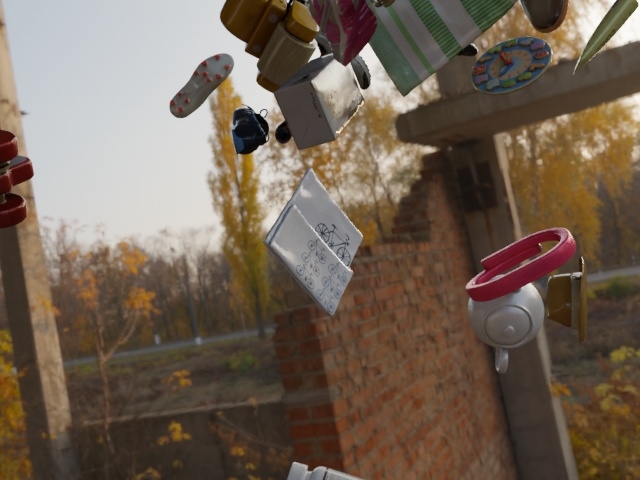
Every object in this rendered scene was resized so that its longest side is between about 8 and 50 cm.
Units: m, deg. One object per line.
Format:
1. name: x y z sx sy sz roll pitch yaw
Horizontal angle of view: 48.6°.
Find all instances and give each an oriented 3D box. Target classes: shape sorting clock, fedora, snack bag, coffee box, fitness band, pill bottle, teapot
1. shape sorting clock: 0.477 -0.443 1.783 0.206 0.206 0.040 -14 -43 31
2. fedora: 0.517 0.125 1.487 0.079 0.194 0.194 0 0 20
3. snack bag: 0.000 0.000 2.120 0.037 0.323 0.343 -15 35 41
4. coffee box: 0.004 -0.322 1.603 0.098 0.141 0.246 -12 24 27
5. fitness band: 0.496 0.062 1.774 0.290 0.054 0.209 -30 10 9
6. pill bottle: 0.030 0.576 1.578 0.221 0.121 0.121 15 -1 7
7. teapot: 0.574 0.245 2.190 0.252 0.256 0.187 -39 13 22

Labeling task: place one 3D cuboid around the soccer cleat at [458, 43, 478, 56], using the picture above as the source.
1. soccer cleat: 0.370 -0.546 2.019 0.178 0.072 0.060 12 -13 -24

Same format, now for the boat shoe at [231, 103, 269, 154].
1. boat shoe: -0.166 -0.265 1.750 0.089 0.109 0.258 -11 31 0

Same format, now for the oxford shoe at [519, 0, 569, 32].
1. oxford shoe: 0.426 -0.618 1.509 0.132 0.364 0.130 -15 -1 -39

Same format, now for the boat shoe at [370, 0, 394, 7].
1. boat shoe: 0.118 -0.470 1.318 0.056 0.048 0.153 -51 19 4

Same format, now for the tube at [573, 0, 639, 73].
1. tube: 0.776 -0.565 1.950 0.070 0.240 0.062 38 1 -36

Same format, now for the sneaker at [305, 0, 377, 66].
1. sneaker: 0.034 -0.442 1.359 0.103 0.111 0.252 -46 -23 -17

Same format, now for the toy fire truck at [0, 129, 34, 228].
1. toy fire truck: -0.704 -0.109 1.304 0.253 0.169 0.302 16 31 20

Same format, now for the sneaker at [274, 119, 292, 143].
1. sneaker: -0.067 -0.286 1.726 0.119 0.047 0.057 -54 10 -24

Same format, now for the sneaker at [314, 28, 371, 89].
1. sneaker: 0.063 -0.590 2.305 0.108 0.271 0.100 -47 26 -6

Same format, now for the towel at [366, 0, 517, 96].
1. towel: 0.228 -0.490 1.433 0.324 0.248 0.038 -36 -12 23

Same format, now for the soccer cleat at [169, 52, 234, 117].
1. soccer cleat: -0.281 -0.367 1.682 0.196 0.068 0.076 -44 -4 2

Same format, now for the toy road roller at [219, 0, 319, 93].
1. toy road roller: -0.145 -0.570 1.897 0.240 0.330 0.202 23 -56 -19
